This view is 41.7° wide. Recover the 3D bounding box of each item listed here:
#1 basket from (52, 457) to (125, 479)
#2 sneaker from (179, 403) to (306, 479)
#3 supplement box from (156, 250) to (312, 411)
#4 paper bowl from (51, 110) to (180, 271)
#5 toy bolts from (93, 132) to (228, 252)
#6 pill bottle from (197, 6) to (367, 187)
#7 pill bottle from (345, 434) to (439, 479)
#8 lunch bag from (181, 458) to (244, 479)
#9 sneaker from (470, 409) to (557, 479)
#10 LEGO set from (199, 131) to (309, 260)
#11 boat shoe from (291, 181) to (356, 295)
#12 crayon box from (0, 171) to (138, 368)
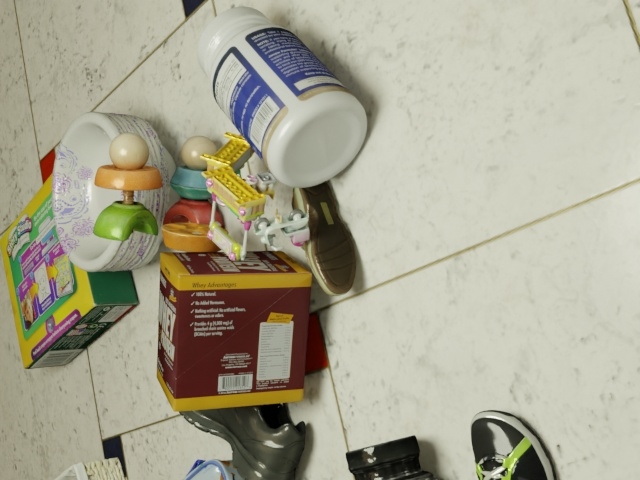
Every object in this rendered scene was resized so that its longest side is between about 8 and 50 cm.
[{"bbox_3d":[-0.468,0.517,1.693,0.167,0.103,0.113,-41,62,41],"label":"basket"},{"bbox_3d":[-0.121,0.260,1.316,0.286,0.109,0.130,34,109,32],"label":"sneaker"},{"bbox_3d":[-0.128,0.123,1.205,0.129,0.191,0.194,-148,60,-65],"label":"supplement box"},{"bbox_3d":[-0.361,-0.087,1.526,0.284,0.148,0.284,1,91,49],"label":"paper bowl"},{"bbox_3d":[-0.215,-0.084,1.324,0.218,0.228,0.159,11,102,24],"label":"toy bolts"},{"bbox_3d":[-0.063,-0.210,1.187,0.265,0.153,0.153,53,127,33],"label":"pill bottle"},{"bbox_3d":[0.102,0.360,1.040,0.123,0.122,0.219,-29,69,45],"label":"pill bottle"},{"bbox_3d":[-0.183,0.492,1.337,0.303,0.115,0.243,-42,53,23],"label":"lunch bag"},{"bbox_3d":[0.215,0.303,0.931,0.084,0.097,0.235,-38,64,42],"label":"sneaker"},{"bbox_3d":[-0.116,-0.066,1.226,0.287,0.132,0.107,-116,30,-51],"label":"LEGO set"},{"bbox_3d":[0.000,0.000,1.198,0.072,0.068,0.190,-51,45,51],"label":"boat shoe"},{"bbox_3d":[-0.537,0.059,1.758,0.363,0.106,0.313,-35,64,42],"label":"crayon box"}]
